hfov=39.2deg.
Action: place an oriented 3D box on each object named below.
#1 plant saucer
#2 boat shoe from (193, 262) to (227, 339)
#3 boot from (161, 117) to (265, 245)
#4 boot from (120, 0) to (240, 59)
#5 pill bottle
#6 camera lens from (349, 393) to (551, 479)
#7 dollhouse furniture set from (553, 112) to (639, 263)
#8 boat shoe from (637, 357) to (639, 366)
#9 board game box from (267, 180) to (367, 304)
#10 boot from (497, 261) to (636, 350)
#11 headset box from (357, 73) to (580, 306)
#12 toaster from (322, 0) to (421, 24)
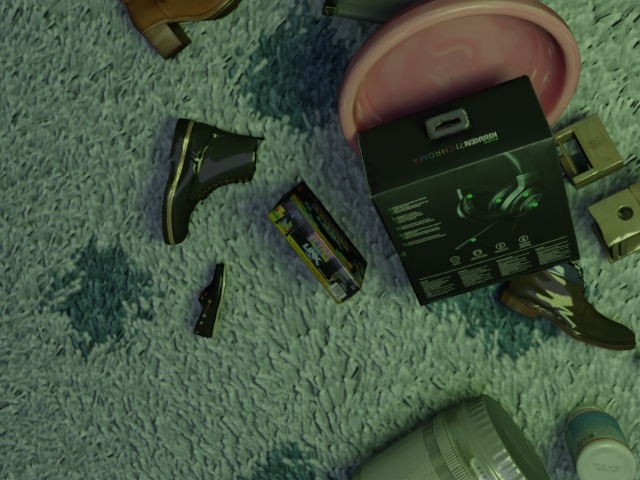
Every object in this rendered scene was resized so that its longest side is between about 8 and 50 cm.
[{"bbox_3d":[0.183,-0.219,1.236,0.332,0.084,0.332,-6,145,-5],"label":"plant saucer"},{"bbox_3d":[-0.176,0.097,1.449,0.042,0.049,0.133,13,110,-5],"label":"boat shoe"},{"bbox_3d":[-0.168,-0.080,1.393,0.137,0.077,0.198,10,106,-2],"label":"boot"},{"bbox_3d":[-0.205,-0.380,1.319,0.197,0.073,0.152,-34,94,11],"label":"boot"},{"bbox_3d":[0.424,0.313,1.381,0.087,0.160,0.087,2,105,6],"label":"pill bottle"},{"bbox_3d":[0.197,0.394,1.396,0.274,0.219,0.219,-36,98,14],"label":"camera lens"},{"bbox_3d":[0.440,-0.086,1.315,0.129,0.129,0.184,-26,70,11],"label":"dollhouse furniture set"},{"bbox_3d":[0.583,0.186,1.384,0.184,0.066,0.063,9,91,6],"label":"boat shoe"},{"bbox_3d":[0.000,0.000,1.356,0.048,0.141,0.170,-36,98,15],"label":"board game box"},{"bbox_3d":[0.392,0.088,1.368,0.219,0.082,0.106,21,108,3],"label":"boot"},{"bbox_3d":[0.207,-0.066,1.250,0.246,0.131,0.283,-18,138,12],"label":"headset box"},{"bbox_3d":[0.092,-0.380,1.220,0.146,0.227,0.129,12,148,-2],"label":"toaster"}]
